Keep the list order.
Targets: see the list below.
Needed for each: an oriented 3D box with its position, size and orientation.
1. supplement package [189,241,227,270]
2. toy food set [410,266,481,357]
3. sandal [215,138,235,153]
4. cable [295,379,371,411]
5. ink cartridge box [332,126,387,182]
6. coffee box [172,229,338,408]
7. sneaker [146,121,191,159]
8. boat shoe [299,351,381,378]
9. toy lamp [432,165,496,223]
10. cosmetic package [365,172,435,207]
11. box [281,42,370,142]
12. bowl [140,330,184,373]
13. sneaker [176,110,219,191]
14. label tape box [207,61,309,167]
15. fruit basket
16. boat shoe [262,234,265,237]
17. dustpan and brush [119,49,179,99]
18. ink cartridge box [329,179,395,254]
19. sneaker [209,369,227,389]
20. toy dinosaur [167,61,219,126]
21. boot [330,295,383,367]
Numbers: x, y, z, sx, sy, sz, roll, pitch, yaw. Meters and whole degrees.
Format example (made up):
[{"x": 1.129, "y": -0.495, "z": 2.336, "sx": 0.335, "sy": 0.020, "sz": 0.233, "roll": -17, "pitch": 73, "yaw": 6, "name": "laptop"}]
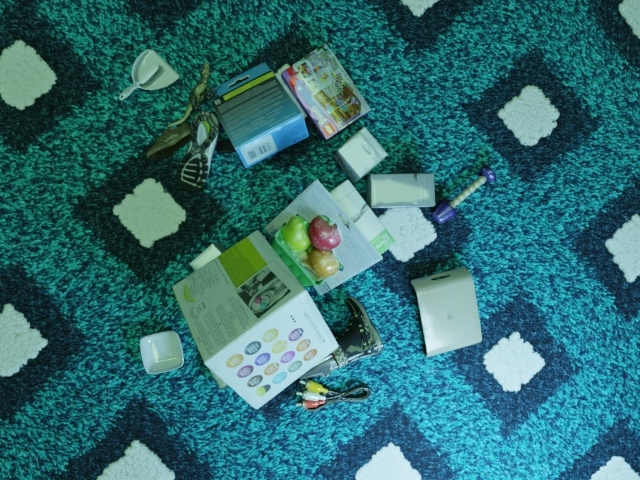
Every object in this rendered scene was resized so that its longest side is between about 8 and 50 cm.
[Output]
[{"x": -0.365, "y": 0.079, "z": 1.520, "sx": 0.105, "sy": 0.179, "sz": 0.105, "roll": -42, "pitch": 95, "yaw": -2, "name": "supplement package"}, {"x": 0.471, "y": 0.274, "z": 1.647, "sx": 0.219, "sy": 0.092, "sz": 0.307, "roll": -13, "pitch": 100, "yaw": -5, "name": "toy food set"}, {"x": -0.294, "y": -0.346, "z": 1.592, "sx": 0.179, "sy": 0.040, "sz": 0.067, "roll": -2, "pitch": 86, "yaw": 10, "name": "sandal"}, {"x": 0.046, "y": 0.588, "z": 1.617, "sx": 0.286, "sy": 0.072, "sz": 0.140, "roll": 10, "pitch": 104, "yaw": -7, "name": "cable"}, {"x": 0.136, "y": -0.300, "z": 1.553, "sx": 0.127, "sy": 0.176, "sz": 0.128, "roll": -41, "pitch": 94, "yaw": -3, "name": "ink cartridge box"}, {"x": -0.203, "y": 0.245, "z": 1.375, "sx": 0.334, "sy": 0.338, "sz": 0.338, "roll": -35, "pitch": 135, "yaw": -9, "name": "coffee box"}, {"x": -0.544, "y": -0.357, "z": 1.564, "sx": 0.188, "sy": 0.066, "sz": 0.071, "roll": -31, "pitch": 77, "yaw": -8, "name": "sneaker"}, {"x": 0.070, "y": 0.440, "z": 1.598, "sx": 0.335, "sy": 0.112, "sz": 0.096, "roll": -27, "pitch": 89, "yaw": -7, "name": "boat shoe"}, {"x": 0.535, "y": -0.168, "z": 1.638, "sx": 0.274, "sy": 0.080, "sz": 0.080, "roll": -42, "pitch": 94, "yaw": -2, "name": "toy lamp"}, {"x": 0.289, "y": -0.182, "z": 1.606, "sx": 0.237, "sy": 0.107, "sz": 0.127, "roll": -4, "pitch": 94, "yaw": -8, "name": "cosmetic package"}, {"x": 0.019, "y": -0.538, "z": 1.598, "sx": 0.200, "sy": 0.057, "sz": 0.293, "roll": -34, "pitch": 94, "yaw": -4, "name": "box"}, {"x": -0.565, "y": 0.398, "z": 1.575, "sx": 0.141, "sy": 0.053, "sz": 0.142, "roll": -11, "pitch": 91, "yaw": -4, "name": "bowl"}, {"x": -0.419, "y": -0.312, "z": 1.547, "sx": 0.111, "sy": 0.121, "sz": 0.300, "roll": 23, "pitch": 108, "yaw": -8, "name": "sneaker"}, {"x": -0.226, "y": -0.447, "z": 1.535, "sx": 0.249, "sy": 0.115, "sz": 0.348, "roll": -28, "pitch": 55, "yaw": -3, "name": "label tape box"}, {"x": 0.000, "y": 0.000, "z": 1.484, "sx": 0.327, "sy": 0.165, "sz": 0.353, "roll": 49, "pitch": 131, "yaw": -3, "name": "fruit basket"}, {"x": -0.254, "y": 0.052, "z": 1.583, "sx": 0.059, "sy": 0.063, "sz": 0.170, "roll": 26, "pitch": 90, "yaw": -21, "name": "boat shoe"}, {"x": -0.625, "y": -0.565, "z": 1.544, "sx": 0.147, "sy": 0.060, "sz": 0.211, "roll": 44, "pitch": 88, "yaw": -4, "name": "dustpan and brush"}, {"x": 0.121, "y": -0.067, "z": 1.546, "sx": 0.114, "sy": 0.198, "sz": 0.273, "roll": -37, "pitch": 94, "yaw": -4, "name": "ink cartridge box"}, {"x": -0.284, "y": 0.395, "z": 1.574, "sx": 0.297, "sy": 0.111, "sz": 0.129, "roll": -43, "pitch": 82, "yaw": -6, "name": "sneaker"}, {"x": -0.433, "y": -0.499, "z": 1.538, "sx": 0.118, "sy": 0.064, "sz": 0.268, "roll": 22, "pitch": 79, "yaw": 39, "name": "toy dinosaur"}, {"x": 0.096, "y": 0.321, "z": 1.552, "sx": 0.178, "sy": 0.085, "sz": 0.236, "roll": -25, "pitch": 52, "yaw": -10, "name": "boot"}]
